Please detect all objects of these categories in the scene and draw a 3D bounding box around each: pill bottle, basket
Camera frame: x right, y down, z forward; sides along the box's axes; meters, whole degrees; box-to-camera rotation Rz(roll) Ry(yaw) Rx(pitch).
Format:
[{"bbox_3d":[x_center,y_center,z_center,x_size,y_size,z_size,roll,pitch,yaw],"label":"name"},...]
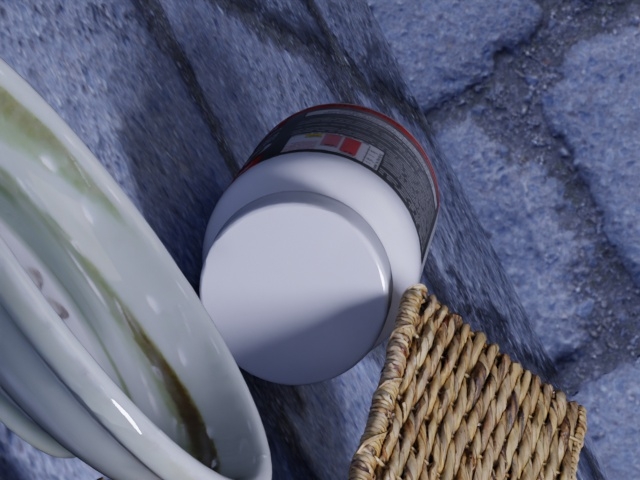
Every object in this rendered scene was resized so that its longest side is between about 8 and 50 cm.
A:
[{"bbox_3d":[0.000,0.000,1.940,0.210,0.210,0.363,58,14,-9],"label":"pill bottle"},{"bbox_3d":[0.074,0.228,1.746,0.223,0.213,0.299,36,39,-16],"label":"basket"}]

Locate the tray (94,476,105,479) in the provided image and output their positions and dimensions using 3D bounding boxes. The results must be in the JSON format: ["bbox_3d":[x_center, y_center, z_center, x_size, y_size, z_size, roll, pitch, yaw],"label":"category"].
[{"bbox_3d":[-0.114,0.341,1.170,0.203,0.076,0.411,53,15,-23],"label":"tray"}]

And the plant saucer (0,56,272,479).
[{"bbox_3d":[-0.186,0.031,1.328,0.400,0.100,0.400,53,7,-9],"label":"plant saucer"}]
